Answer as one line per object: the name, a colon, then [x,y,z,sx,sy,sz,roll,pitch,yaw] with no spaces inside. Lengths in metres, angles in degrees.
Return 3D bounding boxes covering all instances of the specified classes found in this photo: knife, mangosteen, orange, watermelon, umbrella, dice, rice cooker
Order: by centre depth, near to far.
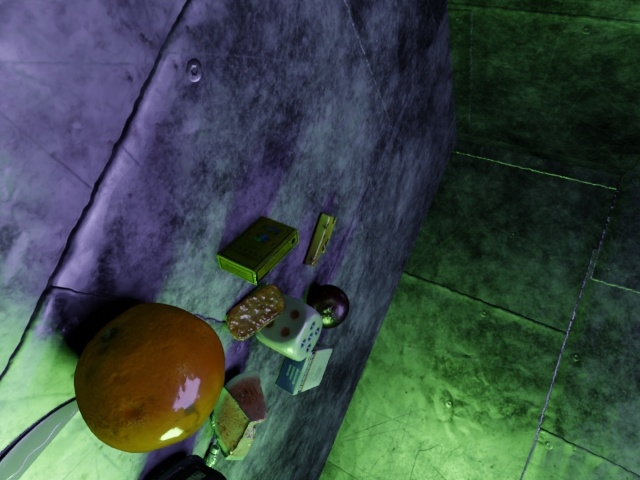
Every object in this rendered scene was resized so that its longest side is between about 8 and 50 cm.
knife: [-0.616,0.459,0.830,0.336,0.042,0.081,-61,148,-34]
orange: [-0.359,0.288,0.899,0.312,0.311,0.313,-45,146,-43]
rice cooker: [-0.412,0.818,1.274,0.267,0.224,0.268,-34,130,-53]
watermelon: [-0.284,0.611,1.424,0.148,0.226,0.319,10,89,-38]
umbrella: [-0.415,0.831,1.509,0.046,0.050,0.189,19,93,-45]
dice: [-0.117,0.322,1.552,0.192,0.193,0.194,-63,154,-18]
mangosteen: [0.032,0.291,1.853,0.210,0.209,0.210,-45,146,-43]

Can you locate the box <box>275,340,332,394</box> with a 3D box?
box: [-0.070,0.589,1.961,0.299,0.106,0.200,23,87,-64]

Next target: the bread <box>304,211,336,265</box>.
bread: [0.000,0.000,1.719,0.088,0.049,0.227,8,102,-65]

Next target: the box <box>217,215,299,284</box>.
box: [-0.182,0.023,1.250,0.220,0.140,0.064,-49,148,-39]

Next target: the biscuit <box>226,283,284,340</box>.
biscuit: [-0.215,0.239,1.407,0.247,0.028,0.119,-32,99,-42]
